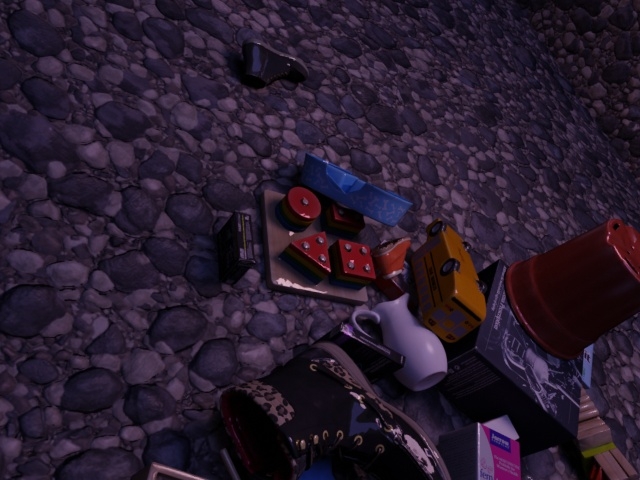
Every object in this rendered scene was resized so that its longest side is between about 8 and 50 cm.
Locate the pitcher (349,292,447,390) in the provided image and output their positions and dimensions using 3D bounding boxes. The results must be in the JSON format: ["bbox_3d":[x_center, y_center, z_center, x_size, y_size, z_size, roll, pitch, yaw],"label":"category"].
[{"bbox_3d":[0.171,0.228,1.282,0.178,0.125,0.207,-9,52,-26],"label":"pitcher"}]

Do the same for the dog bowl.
[{"bbox_3d":[0.078,-0.122,1.412,0.297,0.074,0.166,29,10,22],"label":"dog bowl"}]

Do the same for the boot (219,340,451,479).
[{"bbox_3d":[0.026,0.347,0.984,0.377,0.138,0.284,49,30,23],"label":"boot"}]

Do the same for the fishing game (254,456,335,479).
[{"bbox_3d":[-0.050,0.400,1.026,0.189,0.041,0.264,22,41,-34],"label":"fishing game"}]

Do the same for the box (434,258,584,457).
[{"bbox_3d":[0.460,0.278,1.414,0.312,0.179,0.343,41,42,-6],"label":"box"}]

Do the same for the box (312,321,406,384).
[{"bbox_3d":[0.078,0.236,1.194,0.162,0.116,0.029,30,46,-16],"label":"box"}]

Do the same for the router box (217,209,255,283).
[{"bbox_3d":[-0.174,0.014,1.186,0.038,0.092,0.122,12,52,-31],"label":"router box"}]

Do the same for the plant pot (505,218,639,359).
[{"bbox_3d":[0.629,0.100,1.356,0.272,0.265,0.272,22,46,-25],"label":"plant pot"}]

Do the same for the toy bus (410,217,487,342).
[{"bbox_3d":[0.299,0.082,1.380,0.108,0.130,0.332,37,24,-18],"label":"toy bus"}]

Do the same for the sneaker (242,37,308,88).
[{"bbox_3d":[-0.128,-0.462,1.618,0.222,0.083,0.118,14,69,-38],"label":"sneaker"}]

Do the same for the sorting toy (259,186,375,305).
[{"bbox_3d":[0.000,0.000,1.335,0.255,0.089,0.257,14,51,-30],"label":"sorting toy"}]

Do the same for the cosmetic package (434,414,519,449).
[{"bbox_3d":[0.309,0.439,1.230,0.239,0.099,0.060,-4,62,-40],"label":"cosmetic package"}]

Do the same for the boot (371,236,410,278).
[{"bbox_3d":[0.181,0.040,1.401,0.158,0.059,0.084,-26,96,-52],"label":"boot"}]

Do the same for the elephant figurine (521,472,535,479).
[{"bbox_3d":[0.478,0.628,1.196,0.186,0.239,0.169,-35,99,-22],"label":"elephant figurine"}]

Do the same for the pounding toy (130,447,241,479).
[{"bbox_3d":[-0.187,0.410,0.871,0.206,0.094,0.181,29,43,-23],"label":"pounding toy"}]

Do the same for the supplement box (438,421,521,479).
[{"bbox_3d":[0.284,0.462,1.045,0.111,0.114,0.220,29,47,-19],"label":"supplement box"}]

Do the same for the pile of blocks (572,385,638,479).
[{"bbox_3d":[0.659,0.492,1.479,0.113,0.149,0.362,-18,51,1],"label":"pile of blocks"}]

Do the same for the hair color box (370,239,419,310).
[{"bbox_3d":[0.183,0.089,1.437,0.167,0.053,0.093,46,42,2],"label":"hair color box"}]

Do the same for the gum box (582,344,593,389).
[{"bbox_3d":[0.720,0.307,1.662,0.157,0.041,0.184,43,48,-17],"label":"gum box"}]
